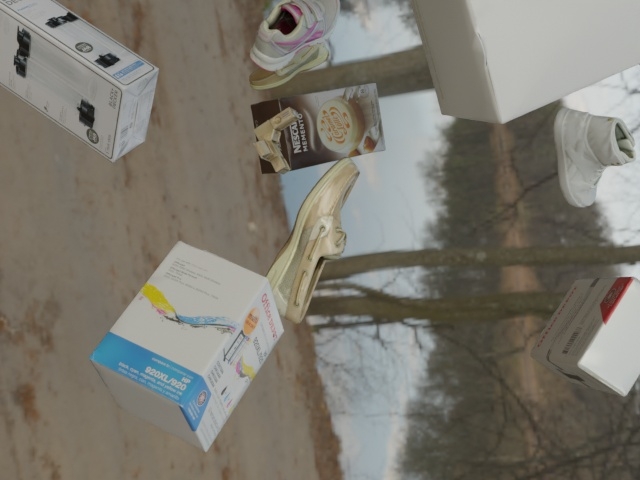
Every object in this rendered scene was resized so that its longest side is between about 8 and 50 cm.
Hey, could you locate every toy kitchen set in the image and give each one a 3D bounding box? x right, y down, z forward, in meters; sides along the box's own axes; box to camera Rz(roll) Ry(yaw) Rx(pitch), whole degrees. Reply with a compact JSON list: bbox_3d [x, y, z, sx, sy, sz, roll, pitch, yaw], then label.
[{"bbox_3d":[-0.064,-0.164,1.500,0.083,0.075,0.068,62,15,12],"label":"toy kitchen set"}]

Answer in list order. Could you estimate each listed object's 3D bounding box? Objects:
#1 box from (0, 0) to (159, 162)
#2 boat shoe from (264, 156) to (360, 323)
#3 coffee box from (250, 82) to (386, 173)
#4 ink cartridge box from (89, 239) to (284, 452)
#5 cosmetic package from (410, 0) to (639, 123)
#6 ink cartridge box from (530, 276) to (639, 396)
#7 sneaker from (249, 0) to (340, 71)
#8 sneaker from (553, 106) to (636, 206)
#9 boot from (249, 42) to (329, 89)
[{"bbox_3d":[-0.418,-0.281,1.528,0.087,0.290,0.169,-46,164,-43],"label":"box"},{"bbox_3d":[0.000,0.000,1.610,0.302,0.098,0.109,-61,167,-1],"label":"boat shoe"},{"bbox_3d":[-0.001,-0.219,1.794,0.247,0.098,0.141,-17,101,-37],"label":"coffee box"},{"bbox_3d":[-0.191,0.155,1.376,0.232,0.168,0.171,-57,156,-28],"label":"ink cartridge box"},{"bbox_3d":[0.317,-0.305,1.177,0.155,0.366,0.196,29,-41,66],"label":"cosmetic package"},{"bbox_3d":[0.543,0.181,1.793,0.197,0.114,0.273,-56,-176,-6],"label":"ink cartridge box"},{"bbox_3d":[-0.044,-0.471,1.977,0.252,0.103,0.111,-46,167,-27],"label":"sneaker"},{"bbox_3d":[0.651,-0.175,2.149,0.108,0.169,0.292,-53,138,-27],"label":"sneaker"},{"bbox_3d":[-0.099,-0.473,2.245,0.165,0.213,0.077,63,2,-45],"label":"boot"}]
